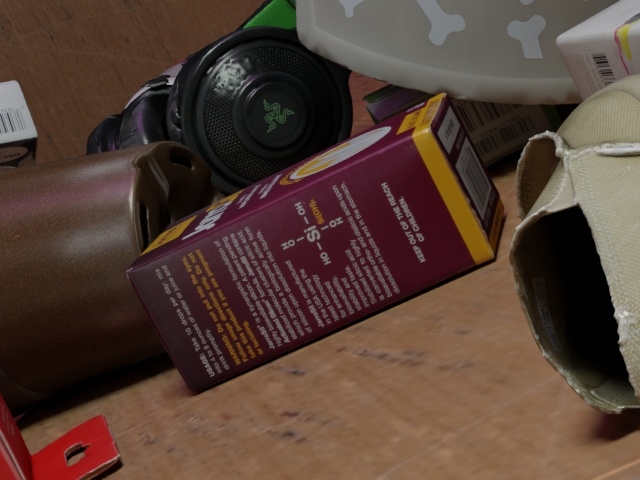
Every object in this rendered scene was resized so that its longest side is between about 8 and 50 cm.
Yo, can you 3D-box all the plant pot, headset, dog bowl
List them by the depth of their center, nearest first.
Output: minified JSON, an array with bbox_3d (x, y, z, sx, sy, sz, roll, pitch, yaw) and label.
[{"bbox_3d":[-0.148,0.017,1.192,0.165,0.167,0.167,-13,15,25],"label":"plant pot"},{"bbox_3d":[0.125,-0.223,1.282,0.349,0.102,0.349,2,35,-2],"label":"dog bowl"},{"bbox_3d":[-0.102,-0.090,1.452,0.243,0.185,0.394,-28,25,50],"label":"headset"}]

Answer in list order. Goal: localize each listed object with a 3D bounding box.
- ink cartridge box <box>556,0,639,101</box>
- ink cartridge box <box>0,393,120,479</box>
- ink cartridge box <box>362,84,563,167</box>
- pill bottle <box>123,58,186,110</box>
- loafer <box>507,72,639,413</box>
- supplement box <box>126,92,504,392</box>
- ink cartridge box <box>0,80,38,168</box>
[{"bbox_3d":[0.178,-0.058,0.813,0.061,0.104,0.181,-30,10,-11],"label":"ink cartridge box"},{"bbox_3d":[-0.228,0.129,1.011,0.231,0.078,0.134,-28,10,-7],"label":"ink cartridge box"},{"bbox_3d":[0.095,-0.090,1.339,0.109,0.062,0.209,-27,8,2],"label":"ink cartridge box"},{"bbox_3d":[-0.130,-0.107,1.874,0.121,0.121,0.221,-25,10,13],"label":"pill bottle"},{"bbox_3d":[0.110,0.004,0.682,0.092,0.102,0.268,-22,10,-6],"label":"loafer"},{"bbox_3d":[0.000,0.000,1.066,0.188,0.081,0.104,-25,10,14],"label":"supplement box"},{"bbox_3d":[-0.317,0.012,1.515,0.165,0.065,0.332,-13,-31,-20],"label":"ink cartridge box"}]
